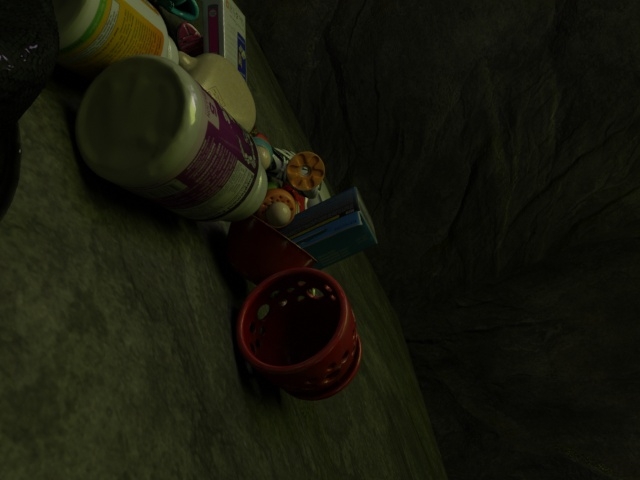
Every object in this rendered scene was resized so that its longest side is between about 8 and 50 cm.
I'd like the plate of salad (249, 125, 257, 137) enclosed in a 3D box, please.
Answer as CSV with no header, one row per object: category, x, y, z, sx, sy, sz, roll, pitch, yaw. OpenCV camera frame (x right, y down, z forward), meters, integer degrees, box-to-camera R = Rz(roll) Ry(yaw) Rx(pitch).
plate of salad,-0.227,-0.378,1.555,0.200,0.048,0.200,63,9,-18

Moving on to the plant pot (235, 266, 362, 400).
plant pot,-0.025,0.170,0.878,0.174,0.191,0.191,65,7,-47

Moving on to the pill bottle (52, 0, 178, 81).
pill bottle,-0.287,-0.278,0.682,0.137,0.136,0.245,66,9,4

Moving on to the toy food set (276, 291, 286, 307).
toy food set,-0.075,0.153,1.152,0.078,0.019,0.122,-99,170,-58

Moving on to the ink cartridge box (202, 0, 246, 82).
ink cartridge box,-0.239,-0.422,1.330,0.176,0.069,0.371,-13,100,-81

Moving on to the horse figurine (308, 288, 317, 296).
horse figurine,0.013,0.219,1.340,0.263,0.066,0.175,42,31,-63

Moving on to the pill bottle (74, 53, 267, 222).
pill bottle,-0.186,-0.121,0.751,0.169,0.169,0.301,68,9,16

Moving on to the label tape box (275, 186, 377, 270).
label tape box,0.000,0.000,1.236,0.115,0.249,0.348,63,10,-16

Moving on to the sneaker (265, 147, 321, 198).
sneaker,-0.108,-0.205,1.528,0.153,0.094,0.235,5,38,-40

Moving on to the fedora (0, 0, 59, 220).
fedora,-0.281,-0.150,0.346,0.334,0.152,0.334,-24,90,-81

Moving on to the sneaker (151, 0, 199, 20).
sneaker,-0.341,-0.565,1.122,0.110,0.107,0.275,43,8,6

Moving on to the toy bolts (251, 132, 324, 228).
toy bolts,-0.099,-0.161,1.256,0.229,0.218,0.158,54,-1,-22

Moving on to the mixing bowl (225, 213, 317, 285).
mixing bowl,-0.106,0.028,0.947,0.181,0.098,0.181,35,-5,4

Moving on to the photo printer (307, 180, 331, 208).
photo printer,-0.011,-0.121,1.932,0.308,0.107,0.256,70,10,25

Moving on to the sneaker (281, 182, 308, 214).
sneaker,-0.093,-0.150,1.620,0.128,0.087,0.221,56,12,-51

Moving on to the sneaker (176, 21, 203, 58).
sneaker,-0.317,-0.492,1.305,0.170,0.063,0.075,57,12,-65

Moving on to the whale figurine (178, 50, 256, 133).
whale figurine,-0.242,-0.244,0.981,0.216,0.141,0.272,62,34,-17
